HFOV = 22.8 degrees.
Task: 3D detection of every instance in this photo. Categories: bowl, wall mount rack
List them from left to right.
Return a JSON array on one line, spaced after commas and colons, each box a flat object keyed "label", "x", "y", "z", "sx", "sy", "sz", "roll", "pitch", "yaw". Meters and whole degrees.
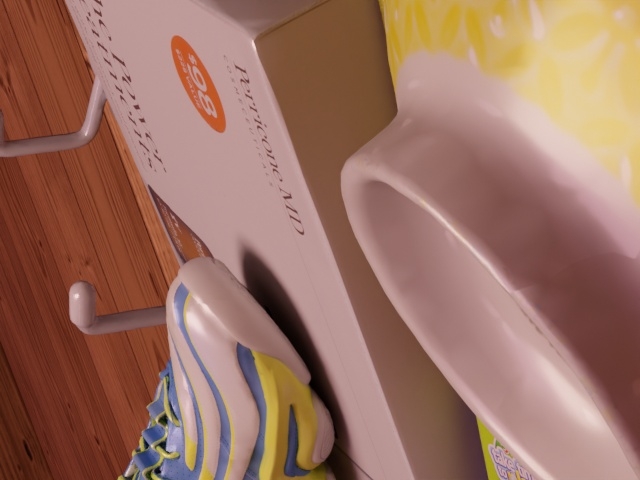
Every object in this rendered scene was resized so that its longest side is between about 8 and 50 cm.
[{"label": "wall mount rack", "x": -0.132, "y": -0.119, "z": 1.038, "sx": 0.350, "sy": 0.130, "sz": 0.304, "roll": 56, "pitch": 141, "yaw": 40}, {"label": "bowl", "x": 0.099, "y": -0.019, "z": 0.380, "sx": 0.289, "sy": 0.156, "sz": 0.289, "roll": 51, "pitch": 169, "yaw": 13}]

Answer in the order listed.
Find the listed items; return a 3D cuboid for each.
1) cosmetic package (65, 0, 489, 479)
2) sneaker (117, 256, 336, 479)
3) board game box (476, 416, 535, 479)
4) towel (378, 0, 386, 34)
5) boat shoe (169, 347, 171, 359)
[{"label": "cosmetic package", "x": 0.000, "y": 0.000, "z": 0.803, "sx": 0.284, "sy": 0.097, "sz": 0.377, "roll": 36, "pitch": 152, "yaw": 53}, {"label": "sneaker", "x": -0.059, "y": 0.119, "z": 0.784, "sx": 0.091, "sy": 0.126, "sz": 0.240, "roll": 45, "pitch": 160, "yaw": 43}, {"label": "board game box", "x": 0.195, "y": 0.200, "z": 0.594, "sx": 0.347, "sy": 0.078, "sz": 0.233, "roll": 34, "pitch": 142, "yaw": 59}, {"label": "towel", "x": 0.072, "y": -0.093, "z": 0.588, "sx": 0.021, "sy": 0.102, "sz": 0.237, "roll": -74, "pitch": -26, "yaw": -62}, {"label": "boat shoe", "x": -0.043, "y": 0.174, "z": 1.155, "sx": 0.103, "sy": 0.118, "sz": 0.320, "roll": -129, "pitch": 31, "yaw": -50}]
